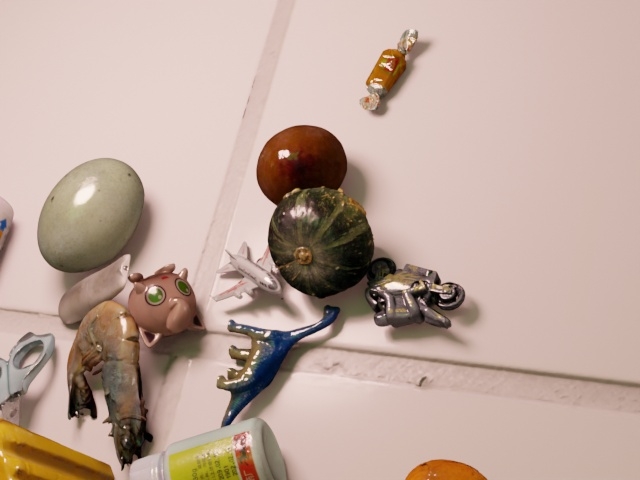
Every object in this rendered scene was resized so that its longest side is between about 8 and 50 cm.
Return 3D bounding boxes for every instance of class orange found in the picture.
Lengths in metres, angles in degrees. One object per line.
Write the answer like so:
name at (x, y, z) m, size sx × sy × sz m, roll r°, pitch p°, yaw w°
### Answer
orange at (0.179, 0.413, 1.570) m, size 0.161 × 0.193 × 0.193 m, roll 24°, pitch 69°, yaw -8°

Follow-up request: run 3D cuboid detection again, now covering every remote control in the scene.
remote control at (-0.414, 0.088, 1.967) m, size 0.229 × 0.044 × 0.073 m, roll -30°, pitch 43°, yaw 42°

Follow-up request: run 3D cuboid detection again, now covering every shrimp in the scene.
shrimp at (-0.380, 0.252, 1.884) m, size 0.178 × 0.075 × 0.289 m, roll -14°, pitch 83°, yaw 35°

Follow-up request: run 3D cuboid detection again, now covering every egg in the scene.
egg at (-0.426, -0.046, 2.023) m, size 0.169 × 0.169 × 0.236 m, roll 29°, pitch 79°, yaw 29°

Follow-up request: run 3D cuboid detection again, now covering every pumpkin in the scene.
pumpkin at (0.000, 0.002, 1.848) m, size 0.190 × 0.190 × 0.146 m, roll -4°, pitch 33°, yaw 17°

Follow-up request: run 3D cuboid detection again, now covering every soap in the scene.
soap at (-0.413, 0.418, 1.689) m, size 0.096 × 0.324 × 0.204 m, roll -33°, pitch 57°, yaw 7°

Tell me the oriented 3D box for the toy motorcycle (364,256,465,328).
toy motorcycle at (0.141, 0.098, 1.814) m, size 0.193 × 0.061 × 0.124 m, roll 20°, pitch 65°, yaw 33°

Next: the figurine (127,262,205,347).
figurine at (-0.276, 0.112, 1.916) m, size 0.125 × 0.125 × 0.138 m, roll -26°, pitch 72°, yaw 4°

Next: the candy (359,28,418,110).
candy at (0.128, -0.318, 2.048) m, size 0.053 × 0.046 × 0.182 m, roll 27°, pitch 80°, yaw 25°

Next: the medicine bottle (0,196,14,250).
medicine bottle at (-0.699, 0.028, 2.090) m, size 0.152 × 0.152 × 0.254 m, roll 7°, pitch 67°, yaw 22°

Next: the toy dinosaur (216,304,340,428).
toy dinosaur at (-0.075, 0.214, 1.826) m, size 0.188 × 0.075 × 0.247 m, roll 2°, pitch 58°, yaw 16°

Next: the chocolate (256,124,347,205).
chocolate at (-0.032, -0.127, 1.926) m, size 0.177 × 0.177 × 0.176 m, roll -8°, pitch 61°, yaw 15°

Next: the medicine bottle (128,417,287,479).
medicine bottle at (-0.176, 0.376, 1.732) m, size 0.225 × 0.139 × 0.139 m, roll -18°, pitch 59°, yaw 9°

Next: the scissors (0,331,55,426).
scissors at (-0.536, 0.283, 1.885) m, size 0.191 × 0.029 × 0.360 m, roll -31°, pitch 30°, yaw 1°

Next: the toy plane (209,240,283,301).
toy plane at (-0.115, 0.059, 1.916) m, size 0.162 × 0.065 × 0.171 m, roll -48°, pitch 47°, yaw -9°
